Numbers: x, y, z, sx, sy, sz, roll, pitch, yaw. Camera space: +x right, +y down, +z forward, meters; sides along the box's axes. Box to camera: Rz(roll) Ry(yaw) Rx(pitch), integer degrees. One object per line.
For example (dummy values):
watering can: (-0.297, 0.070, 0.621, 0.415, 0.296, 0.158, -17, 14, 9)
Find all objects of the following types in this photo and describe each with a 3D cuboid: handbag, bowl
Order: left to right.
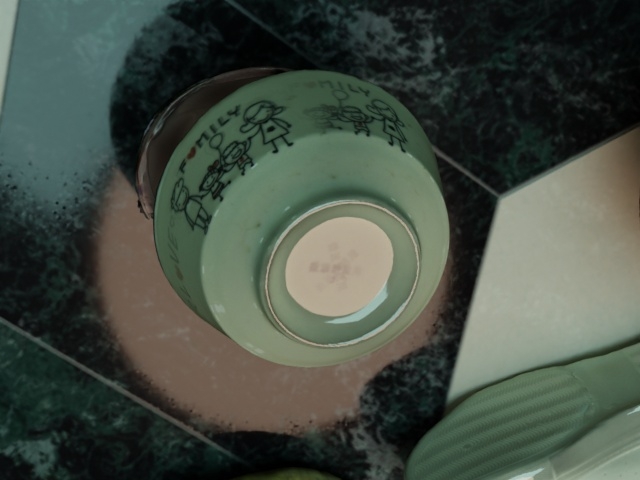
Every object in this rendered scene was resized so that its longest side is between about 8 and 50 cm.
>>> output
handbag: (-0.044, -0.054, 1.498, 0.205, 0.116, 0.179, -11, 115, -11)
bowl: (0.000, 0.000, 1.400, 0.237, 0.126, 0.238, -7, 116, -15)

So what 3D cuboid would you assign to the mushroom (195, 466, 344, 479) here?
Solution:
mushroom: (-0.058, 0.338, 1.625, 0.292, 0.212, 0.217, -15, 124, -2)

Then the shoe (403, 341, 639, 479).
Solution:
shoe: (0.254, 0.205, 1.692, 0.363, 0.132, 0.160, -20, 121, -11)
